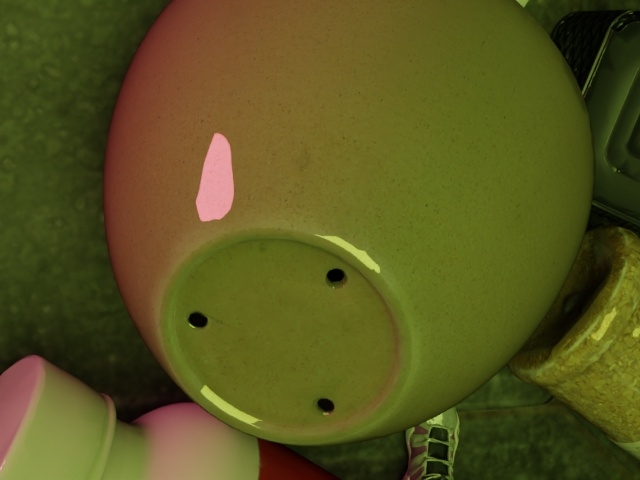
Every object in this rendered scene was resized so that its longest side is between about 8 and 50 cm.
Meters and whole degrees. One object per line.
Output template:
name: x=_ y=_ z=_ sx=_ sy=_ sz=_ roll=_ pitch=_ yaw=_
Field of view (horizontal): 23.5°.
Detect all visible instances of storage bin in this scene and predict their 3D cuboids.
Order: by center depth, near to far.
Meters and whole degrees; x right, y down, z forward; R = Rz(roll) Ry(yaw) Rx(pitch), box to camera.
storage bin: x=0.227 y=-0.063 z=0.995 sx=0.180 sy=0.084 sz=0.122 roll=23 pitch=91 yaw=-17

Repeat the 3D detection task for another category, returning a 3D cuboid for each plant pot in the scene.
plant pot: x=0.000 y=0.000 z=0.833 sx=0.284 sy=0.191 sz=0.284 roll=6 pitch=121 yaw=10

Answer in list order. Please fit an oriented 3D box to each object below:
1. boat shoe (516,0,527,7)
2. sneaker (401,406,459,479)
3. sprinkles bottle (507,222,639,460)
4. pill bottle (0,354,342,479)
boat shoe: x=0.055 y=-0.142 z=0.938 sx=0.088 sy=0.096 sz=0.267 roll=30 pitch=100 yaw=-22
sneaker: x=0.078 y=0.153 z=1.009 sx=0.038 sy=0.069 sz=0.098 roll=7 pitch=99 yaw=-16
sprinkles bottle: x=0.289 y=0.132 z=1.033 sx=0.355 sy=0.121 sz=0.121 roll=35 pitch=91 yaw=-18
pill bottle: x=-0.043 y=0.242 z=0.912 sx=0.407 sy=0.229 sz=0.229 roll=33 pitch=91 yaw=-18
